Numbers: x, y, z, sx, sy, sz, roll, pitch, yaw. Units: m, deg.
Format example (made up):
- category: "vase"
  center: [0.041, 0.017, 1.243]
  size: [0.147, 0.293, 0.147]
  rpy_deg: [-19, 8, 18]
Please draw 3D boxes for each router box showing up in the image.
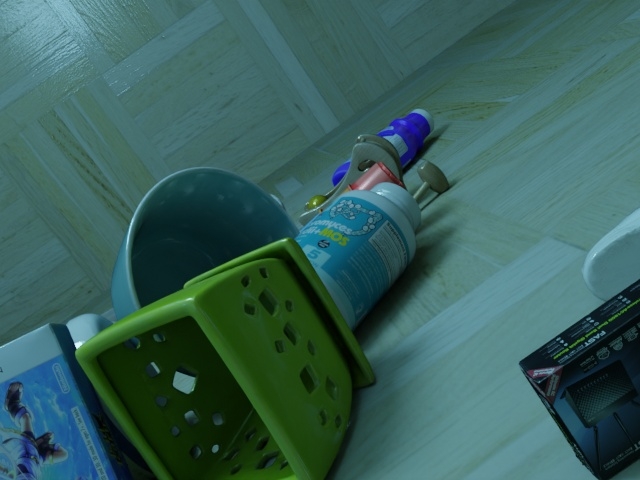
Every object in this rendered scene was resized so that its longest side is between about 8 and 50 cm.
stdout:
- category: "router box"
  center: [0.212, 0.092, 0.493]
  size: [0.122, 0.092, 0.038]
  rpy_deg: [-35, 14, 2]

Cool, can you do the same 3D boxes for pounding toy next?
- category: "pounding toy"
  center: [0.077, -0.090, 1.283]
  size: [0.269, 0.154, 0.155]
  rpy_deg: [-31, 14, 19]

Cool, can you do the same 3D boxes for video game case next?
- category: "video game case"
  center: [-0.345, 0.264, 0.781]
  size: [0.244, 0.270, 0.061]
  rpy_deg: [-26, -9, -3]

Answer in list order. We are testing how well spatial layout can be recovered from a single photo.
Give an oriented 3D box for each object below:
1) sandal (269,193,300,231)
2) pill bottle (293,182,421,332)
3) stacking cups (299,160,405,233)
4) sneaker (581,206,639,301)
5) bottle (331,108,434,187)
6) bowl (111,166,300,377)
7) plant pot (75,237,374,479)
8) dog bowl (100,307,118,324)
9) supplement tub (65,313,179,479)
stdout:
- category: "sandal"
  center: [-0.088, 0.028, 1.422]
  size: [0.169, 0.102, 0.416]
  rpy_deg: [-49, 26, 3]
- category: "pill bottle"
  center: [0.037, 0.026, 1.008]
  size: [0.146, 0.146, 0.264]
  rpy_deg: [-17, 22, 51]
- category: "stacking cups"
  center: [0.000, 0.000, 1.158]
  size: [0.316, 0.096, 0.096]
  rpy_deg: [-45, 12, 13]
- category: "sneaker"
  center: [0.333, -0.025, 0.654]
  size: [0.212, 0.080, 0.094]
  rpy_deg: [-32, 2, 18]
- category: "bottle"
  center: [0.149, -0.193, 1.585]
  size: [0.283, 0.092, 0.118]
  rpy_deg: [-43, 17, -30]
- category: "bowl"
  center: [-0.175, 0.067, 1.036]
  size: [0.163, 0.312, 0.311]
  rpy_deg: [-24, 17, 43]
- category: "plant pot"
  center: [-0.087, 0.136, 0.797]
  size: [0.227, 0.228, 0.207]
  rpy_deg: [-24, 10, 38]
- category: "dog bowl"
  center: [-0.523, 0.282, 1.564]
  size: [0.348, 0.102, 0.349]
  rpy_deg: [-32, 14, 9]
- category: "supplement tub"
  center: [-0.362, 0.275, 0.929]
  size: [0.324, 0.235, 0.235]
  rpy_deg: [-37, 14, -6]
